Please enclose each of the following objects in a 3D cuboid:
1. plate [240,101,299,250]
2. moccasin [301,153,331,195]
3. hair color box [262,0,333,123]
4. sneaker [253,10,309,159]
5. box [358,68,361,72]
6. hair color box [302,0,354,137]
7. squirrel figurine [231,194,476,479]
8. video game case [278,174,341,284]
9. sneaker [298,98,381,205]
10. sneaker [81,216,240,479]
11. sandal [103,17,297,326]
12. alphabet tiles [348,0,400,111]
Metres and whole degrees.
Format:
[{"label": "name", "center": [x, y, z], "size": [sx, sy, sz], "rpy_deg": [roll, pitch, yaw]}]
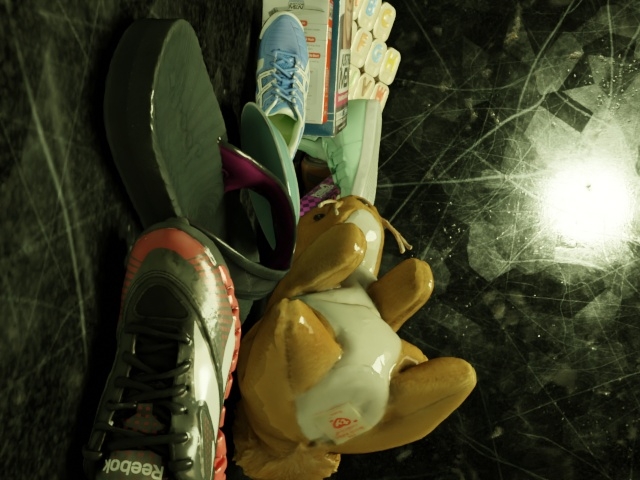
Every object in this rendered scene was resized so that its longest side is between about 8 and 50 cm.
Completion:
[{"label": "plate", "center": [-0.057, -0.073, 0.861], "size": [0.188, 0.024, 0.188], "rpy_deg": [165, -90, -73]}, {"label": "moccasin", "center": [0.053, -0.174, 1.546], "size": [0.380, 0.139, 0.147], "rpy_deg": [-72, 166, -58]}, {"label": "hair color box", "center": [-0.034, -0.251, 1.006], "size": [0.053, 0.093, 0.167], "rpy_deg": [-61, 155, -74]}, {"label": "sneaker", "center": [-0.045, -0.191, 0.937], "size": [0.081, 0.080, 0.211], "rpy_deg": [-160, -109, -71]}, {"label": "box", "center": [0.037, -0.357, 1.439], "size": [0.087, 0.101, 0.102], "rpy_deg": [-74, 165, -55]}, {"label": "hair color box", "center": [-0.008, -0.341, 1.102], "size": [0.174, 0.105, 0.347], "rpy_deg": [-62, 155, -73]}, {"label": "squirrel figurine", "center": [-0.008, 0.130, 1.039], "size": [0.370, 0.281, 0.397], "rpy_deg": [-99, -150, -50]}, {"label": "video game case", "center": [0.000, 0.000, 1.321], "size": [0.232, 0.041, 0.210], "rpy_deg": [-42, 142, -46]}, {"label": "sneaker", "center": [0.019, -0.126, 1.251], "size": [0.094, 0.151, 0.256], "rpy_deg": [61, 35, -65]}, {"label": "sneaker", "center": [-0.122, 0.124, 0.562], "size": [0.135, 0.097, 0.276], "rpy_deg": [-60, 156, -78]}, {"label": "sandal", "center": [-0.087, -0.018, 0.699], "size": [0.446, 0.107, 0.168], "rpy_deg": [81, 17, -63]}, {"label": "alphabet tiles", "center": [0.059, -0.328, 1.352], "size": [0.284, 0.021, 0.278], "rpy_deg": [12, 99, -55]}]
